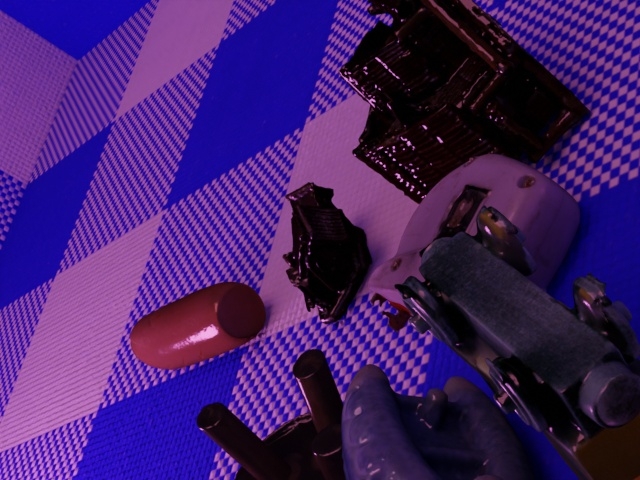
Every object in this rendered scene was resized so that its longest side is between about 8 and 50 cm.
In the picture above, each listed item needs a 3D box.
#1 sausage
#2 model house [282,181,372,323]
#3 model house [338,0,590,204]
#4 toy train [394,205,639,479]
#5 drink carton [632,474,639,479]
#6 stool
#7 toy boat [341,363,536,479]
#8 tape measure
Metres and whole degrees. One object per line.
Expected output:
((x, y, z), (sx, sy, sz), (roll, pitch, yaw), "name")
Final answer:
((-0.223, 0.155, 2.266), (0.304, 0.121, 0.121), (-23, 43, 48), "sausage")
((-0.007, 0.003, 2.027), (0.141, 0.164, 0.203), (-43, 28, 15), "model house")
((0.161, -0.207, 1.850), (0.282, 0.317, 0.297), (-47, 16, 12), "model house")
((0.240, 0.127, 1.374), (0.160, 0.253, 0.397), (-41, 29, -3), "toy train")
((0.341, 0.232, 1.154), (0.096, 0.223, 0.071), (-24, 86, 48), "drink carton")
((-0.027, 0.296, 1.653), (0.272, 0.178, 0.272), (-22, 36, 17), "stool")
((0.142, 0.241, 1.453), (0.330, 0.215, 0.123), (-101, 27, -57), "toy boat")
((0.203, 0.012, 1.707), (0.265, 0.130, 0.258), (-62, 25, -9), "tape measure")
